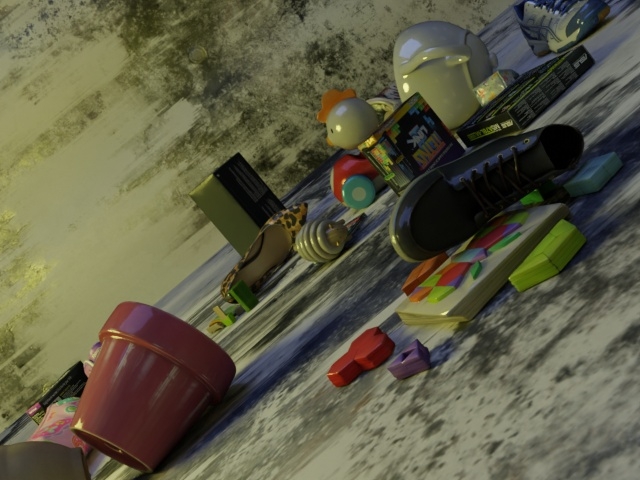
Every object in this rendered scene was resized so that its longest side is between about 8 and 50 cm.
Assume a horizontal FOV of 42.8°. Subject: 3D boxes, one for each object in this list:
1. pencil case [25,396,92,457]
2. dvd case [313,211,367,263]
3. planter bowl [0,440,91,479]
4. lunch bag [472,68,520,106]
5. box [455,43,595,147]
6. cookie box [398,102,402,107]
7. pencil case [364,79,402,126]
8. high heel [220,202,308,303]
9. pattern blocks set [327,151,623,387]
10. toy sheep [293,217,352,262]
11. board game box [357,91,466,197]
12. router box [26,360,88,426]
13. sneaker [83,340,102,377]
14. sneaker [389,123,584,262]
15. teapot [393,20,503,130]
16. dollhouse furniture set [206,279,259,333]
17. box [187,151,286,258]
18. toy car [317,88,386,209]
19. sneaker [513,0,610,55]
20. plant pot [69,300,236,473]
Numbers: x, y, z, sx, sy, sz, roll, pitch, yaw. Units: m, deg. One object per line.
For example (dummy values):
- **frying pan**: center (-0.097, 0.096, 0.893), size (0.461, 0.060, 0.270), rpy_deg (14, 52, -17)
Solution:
- **pencil case**: center (-0.484, 0.383, 1.466), size (0.124, 0.124, 0.284), rpy_deg (-38, 8, 9)
- **dvd case**: center (0.037, -0.005, 1.594), size (0.087, 0.013, 0.119), rpy_deg (-33, 9, 38)
- **planter bowl**: center (-0.369, 0.345, 1.119), size (0.109, 0.162, 0.162), rpy_deg (-15, 2, -15)
- **lunch bag**: center (0.356, -0.303, 1.623), size (0.071, 0.053, 0.083), rpy_deg (-35, -9, 38)
- **box**: center (0.345, -0.242, 1.396), size (0.191, 0.045, 0.184), rpy_deg (-41, 11, -16)
- **cookie box**: center (0.221, -0.268, 1.844), size (0.040, 0.107, 0.092), rpy_deg (-36, 9, 21)
- **pencil case**: center (0.250, -0.377, 2.112), size (0.410, 0.160, 0.183), rpy_deg (-47, -4, -41)
- **high heel**: center (-0.117, 0.030, 1.797), size (0.261, 0.093, 0.186), rpy_deg (-49, 4, 15)
- **pattern blocks set**: center (0.162, 0.026, 0.849), size (0.325, 0.026, 0.285), rpy_deg (-44, 10, -29)
- **toy sheep**: center (0.000, 0.000, 1.490), size (0.132, 0.091, 0.091), rpy_deg (-26, 16, 43)
- **board game box**: center (0.161, -0.158, 1.415), size (0.048, 0.141, 0.170), rpy_deg (-33, 11, 49)
- **router box**: center (-0.515, 0.351, 1.718), size (0.046, 0.133, 0.179), rpy_deg (-36, 9, 22)
- **sneaker**: center (-0.345, 0.247, 1.438), size (0.102, 0.161, 0.282), rpy_deg (-43, 10, -30)
- **sneaker**: center (0.173, -0.060, 0.864), size (0.222, 0.083, 0.118), rpy_deg (-38, 8, -27)
- **teapot**: center (0.275, -0.353, 1.705), size (0.187, 0.252, 0.256), rpy_deg (-11, 40, 29)
- **dollhouse furniture set**: center (-0.195, 0.137, 1.701), size (0.152, 0.058, 0.076), rpy_deg (-29, 13, 50)
- **box**: center (-0.190, -0.076, 2.098), size (0.103, 0.261, 0.184), rpy_deg (-36, 9, 24)
- **toy car**: center (0.070, -0.216, 1.783), size (0.210, 0.238, 0.219), rpy_deg (-39, 8, 7)
- **sneaker**: center (0.476, -0.461, 1.678), size (0.112, 0.131, 0.296), rpy_deg (-39, 10, -5)
- **plant pot**: center (-0.244, 0.213, 1.138), size (0.201, 0.201, 0.180), rpy_deg (-26, 31, 57)
